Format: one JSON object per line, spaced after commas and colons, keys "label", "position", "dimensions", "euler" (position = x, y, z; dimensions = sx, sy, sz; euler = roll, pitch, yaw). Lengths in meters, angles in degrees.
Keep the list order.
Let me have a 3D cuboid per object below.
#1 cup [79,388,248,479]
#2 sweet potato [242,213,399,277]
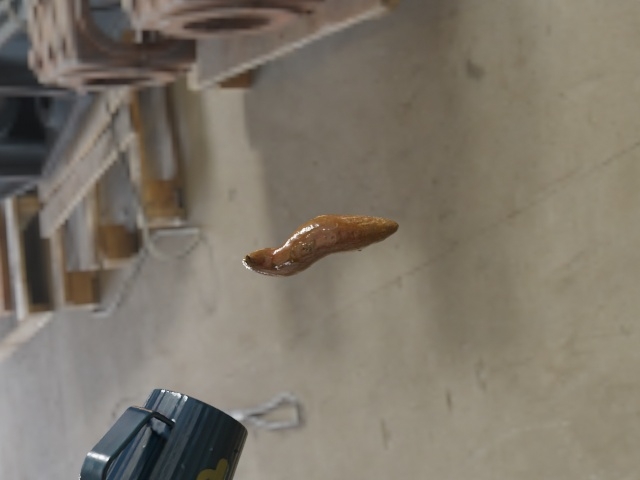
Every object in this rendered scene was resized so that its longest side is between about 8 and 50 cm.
{"label": "cup", "position": [-0.159, 0.228, 1.450], "dimensions": [0.131, 0.176, 0.155], "euler": [10, 65, 34]}
{"label": "sweet potato", "position": [0.000, 0.001, 1.854], "dimensions": [0.055, 0.202, 0.058], "euler": [83, 169, -67]}
